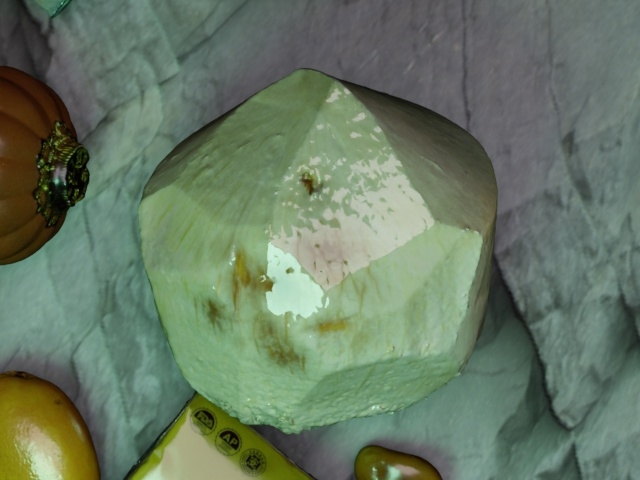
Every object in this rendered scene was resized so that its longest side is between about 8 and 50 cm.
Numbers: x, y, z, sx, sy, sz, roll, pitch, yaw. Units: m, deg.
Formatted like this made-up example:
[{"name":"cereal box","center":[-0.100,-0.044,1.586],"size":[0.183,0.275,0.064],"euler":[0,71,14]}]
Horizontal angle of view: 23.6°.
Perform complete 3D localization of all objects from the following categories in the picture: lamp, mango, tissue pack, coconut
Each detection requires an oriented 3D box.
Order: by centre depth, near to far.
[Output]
[{"name":"coconut","center":[0.000,0.000,1.662],"size":[0.415,0.344,0.415],"euler":[-16,127,-22]},{"name":"lamp","center":[-0.358,-0.082,1.702],"size":[0.196,0.223,0.223],"euler":[6,85,14]},{"name":"mango","center":[-0.322,0.252,1.731],"size":[0.145,0.112,0.219],"euler":[-29,88,13]},{"name":"tissue pack","center":[-0.096,0.319,1.758],"size":[0.271,0.134,0.192],"euler":[39,82,-4]},{"name":"mango","center":[0.093,0.286,1.829],"size":[0.114,0.060,0.080],"euler":[35,97,-7]}]

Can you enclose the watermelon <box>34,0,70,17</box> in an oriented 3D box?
[{"name":"watermelon","center":[-0.351,-0.419,1.791],"size":[0.226,0.148,0.318],"euler":[-9,101,8]}]
